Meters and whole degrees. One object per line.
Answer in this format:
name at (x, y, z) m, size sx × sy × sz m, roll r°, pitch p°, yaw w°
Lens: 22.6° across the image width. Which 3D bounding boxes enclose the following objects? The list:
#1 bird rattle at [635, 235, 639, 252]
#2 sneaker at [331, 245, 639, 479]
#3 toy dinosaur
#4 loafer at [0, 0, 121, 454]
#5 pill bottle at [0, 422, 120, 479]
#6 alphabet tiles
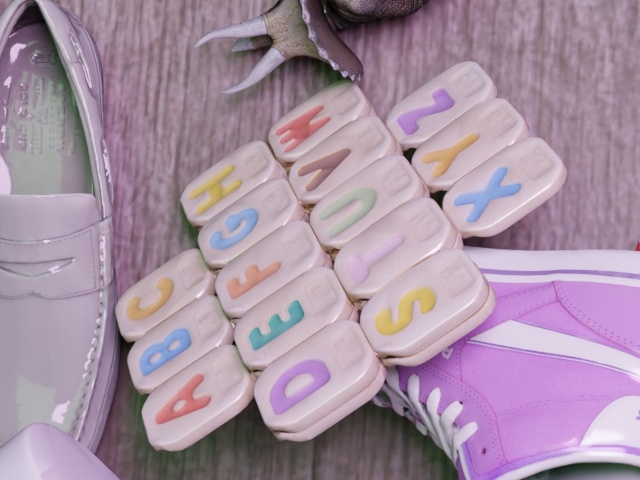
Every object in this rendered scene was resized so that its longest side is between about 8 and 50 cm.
bird rattle at (0.249, 0.096, 0.893) m, size 0.253 × 0.143 × 0.207 m, roll 47°, pitch 107°, yaw 23°
sneaker at (0.070, 0.088, 0.890) m, size 0.282 × 0.102 × 0.161 m, roll -6°, pitch 48°, yaw 40°
toy dinosaur at (0.050, -0.206, 0.975) m, size 0.121 × 0.313 × 0.160 m, roll 40°, pitch 51°, yaw 10°
loafer at (-0.186, -0.002, 1.028) m, size 0.112 × 0.111 × 0.319 m, roll -5°, pitch 76°, yaw -1°
pill bottle at (-0.263, 0.298, 0.917) m, size 0.407 × 0.229 × 0.229 m, roll -40°, pitch 70°, yaw 2°
alphabet tiles at (0.000, 0.000, 0.943) m, size 0.278 × 0.021 × 0.284 m, roll -34°, pitch 33°, yaw 5°
